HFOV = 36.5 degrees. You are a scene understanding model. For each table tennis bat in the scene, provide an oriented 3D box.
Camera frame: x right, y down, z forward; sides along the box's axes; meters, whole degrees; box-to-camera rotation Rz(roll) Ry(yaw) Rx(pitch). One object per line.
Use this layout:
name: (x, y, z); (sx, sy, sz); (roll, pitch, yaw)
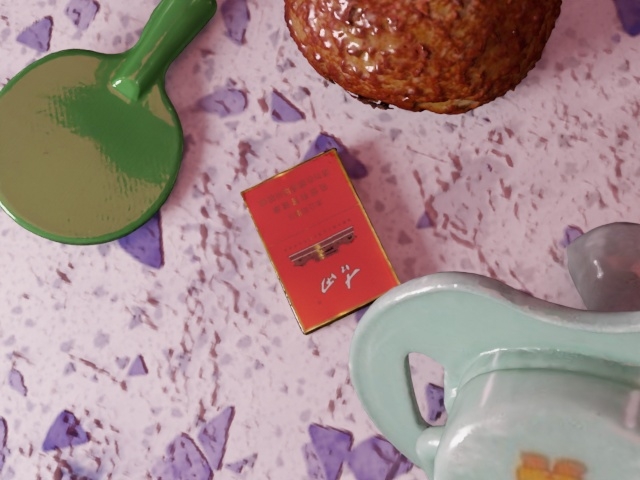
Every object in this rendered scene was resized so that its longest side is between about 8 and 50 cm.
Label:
table tennis bat: (-0.172, -0.114, 0.815); (0.160, 0.039, 0.257); (36, 78, -9)

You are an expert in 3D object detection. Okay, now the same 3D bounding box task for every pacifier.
pacifier: (0.203, 0.101, 0.693); (0.343, 0.288, 0.269); (11, 44, 25)

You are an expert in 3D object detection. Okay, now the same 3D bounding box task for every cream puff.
cream puff: (0.086, -0.222, 0.775); (0.240, 0.164, 0.240); (-1, 73, 4)

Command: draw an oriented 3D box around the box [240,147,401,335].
box: (0.000, 0.000, 0.800); (0.090, 0.023, 0.133); (-24, 78, 0)
